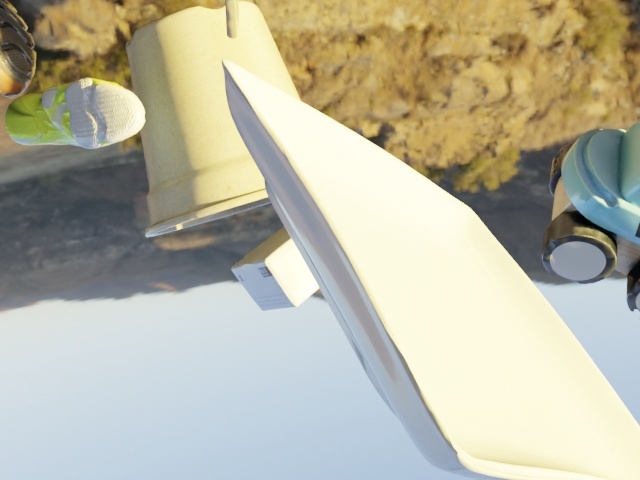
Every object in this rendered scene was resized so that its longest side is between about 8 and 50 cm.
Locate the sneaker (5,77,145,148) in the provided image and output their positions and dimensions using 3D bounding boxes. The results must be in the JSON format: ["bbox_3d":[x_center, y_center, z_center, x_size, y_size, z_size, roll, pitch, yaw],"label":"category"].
[{"bbox_3d":[-0.309,-0.171,1.204,0.240,0.091,0.126,5,-174,30],"label":"sneaker"}]

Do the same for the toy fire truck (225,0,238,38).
[{"bbox_3d":[-0.062,-0.396,1.102,0.246,0.158,0.217,-28,-154,31],"label":"toy fire truck"}]

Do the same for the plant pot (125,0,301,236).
[{"bbox_3d":[-0.161,-0.197,1.399,0.334,0.305,0.334,-17,-178,1],"label":"plant pot"}]

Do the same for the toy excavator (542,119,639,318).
[{"bbox_3d":[0.584,-0.083,1.227,0.433,0.222,0.445,24,138,-3],"label":"toy excavator"}]

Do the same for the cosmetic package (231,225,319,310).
[{"bbox_3d":[0.000,0.000,1.242,0.231,0.085,0.117,-40,-168,-26],"label":"cosmetic package"}]

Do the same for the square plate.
[{"bbox_3d":[0.094,0.047,0.635,0.049,0.347,0.344,-46,139,18],"label":"square plate"}]

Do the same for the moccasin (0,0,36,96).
[{"bbox_3d":[-0.539,-0.328,1.269,0.147,0.380,0.139,-45,161,3],"label":"moccasin"}]
